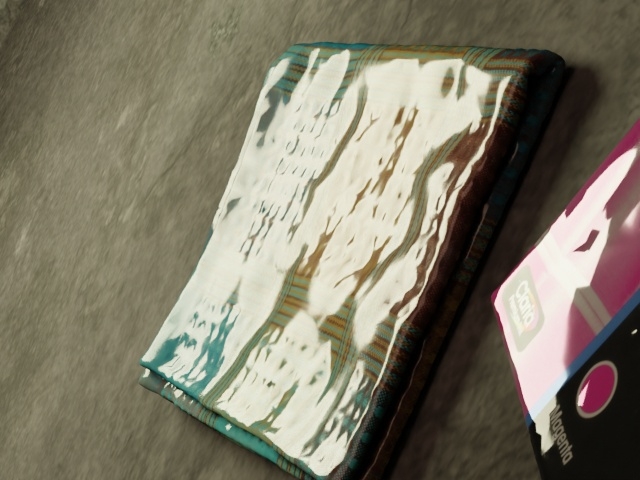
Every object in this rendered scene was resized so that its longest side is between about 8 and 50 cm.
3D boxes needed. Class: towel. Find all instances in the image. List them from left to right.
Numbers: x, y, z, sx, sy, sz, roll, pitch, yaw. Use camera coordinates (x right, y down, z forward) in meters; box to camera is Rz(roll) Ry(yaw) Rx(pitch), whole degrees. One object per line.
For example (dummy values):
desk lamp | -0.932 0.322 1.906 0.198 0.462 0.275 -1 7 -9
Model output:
towel | 0.000 0.000 1.082 0.271 0.040 0.370 -66 21 -4

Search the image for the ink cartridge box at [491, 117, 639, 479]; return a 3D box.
ink cartridge box | 0.204 -0.045 0.634 0.371 0.069 0.175 -51 25 25
